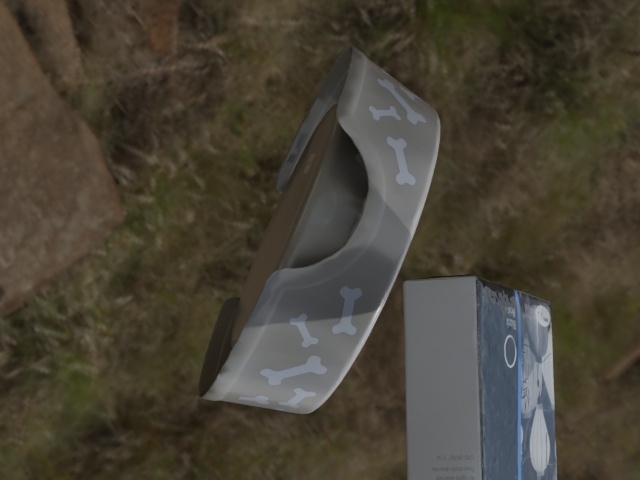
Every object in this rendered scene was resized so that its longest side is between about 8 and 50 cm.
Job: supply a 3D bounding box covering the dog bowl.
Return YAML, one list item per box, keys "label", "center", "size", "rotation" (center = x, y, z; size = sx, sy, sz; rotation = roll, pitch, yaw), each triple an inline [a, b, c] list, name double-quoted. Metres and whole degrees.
- label: "dog bowl"
  center: [0.000, 0.000, 1.081]
  size: [0.349, 0.102, 0.349]
  rotation: [-157, -90, -82]

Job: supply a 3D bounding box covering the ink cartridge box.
- label: "ink cartridge box"
  center: [0.119, 0.199, 0.839]
  size: [0.065, 0.333, 0.165]
  rotation: [-5, 169, 28]
